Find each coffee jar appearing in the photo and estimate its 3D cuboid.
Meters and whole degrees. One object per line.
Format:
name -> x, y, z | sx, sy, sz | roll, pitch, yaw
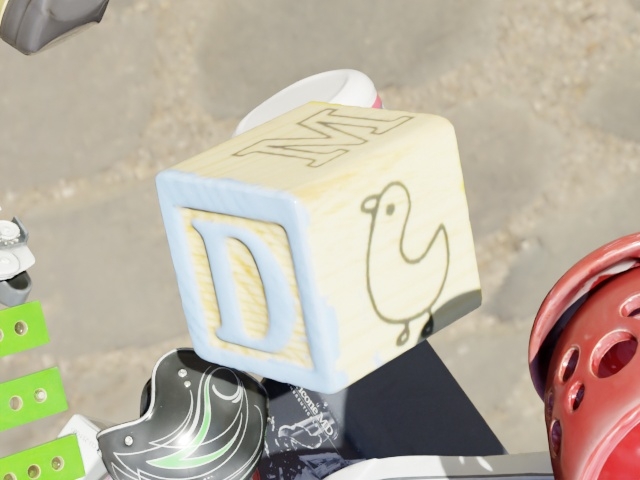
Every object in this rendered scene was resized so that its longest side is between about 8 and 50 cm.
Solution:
coffee jar -> -0.252, -0.224, 1.367 | 0.096, 0.184, 0.079 | -35, 160, -46

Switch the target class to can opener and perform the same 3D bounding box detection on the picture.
can opener -> -0.379, -0.050, 1.779 | 0.074, 0.280, 0.093 | -13, 146, -40

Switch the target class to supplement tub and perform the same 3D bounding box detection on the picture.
supplement tub -> 0.028, -0.050, 2.128 | 0.191, 0.191, 0.272 | -26, 111, 7

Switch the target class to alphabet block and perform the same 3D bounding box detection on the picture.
alphabet block -> 0.000, 0.000, 1.565 | 0.197, 0.193, 0.192 | -29, 119, -37

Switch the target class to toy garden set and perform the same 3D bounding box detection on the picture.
toy garden set -> -0.331, 0.199, 1.661 | 0.204, 0.244, 0.049 | -16, -176, -37

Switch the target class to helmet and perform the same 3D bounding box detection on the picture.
helmet -> -0.145, 0.209, 1.874 | 0.169, 0.161, 0.169 | 19, 160, 7

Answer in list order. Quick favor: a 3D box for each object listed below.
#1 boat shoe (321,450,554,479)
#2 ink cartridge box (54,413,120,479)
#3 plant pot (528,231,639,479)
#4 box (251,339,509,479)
boat shoe -> 0.100, 0.236, 1.369 | 0.301, 0.102, 0.108 | -9, 125, 28
ink cartridge box -> -0.311, 0.325, 2.126 | 0.239, 0.060, 0.275 | -54, 169, -3
plant pot -> 0.228, 0.096, 1.089 | 0.191, 0.174, 0.191 | -3, 126, -5
box -> 0.057, 0.304, 2.033 | 0.179, 0.343, 0.312 | -21, 156, -39
